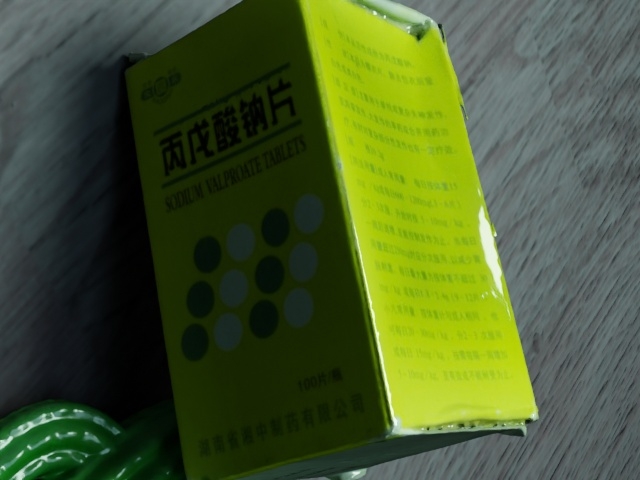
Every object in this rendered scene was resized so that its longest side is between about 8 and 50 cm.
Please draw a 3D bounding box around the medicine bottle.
[{"bbox_3d":[0.000,0.000,0.670,0.141,0.137,0.250,6,67,-49],"label":"medicine bottle"}]

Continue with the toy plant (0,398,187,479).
[{"bbox_3d":[-0.126,0.158,0.633,0.240,0.088,0.155,-7,87,-42],"label":"toy plant"}]
